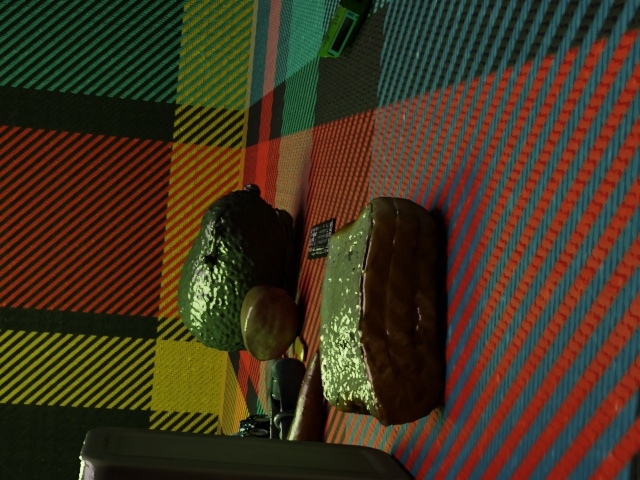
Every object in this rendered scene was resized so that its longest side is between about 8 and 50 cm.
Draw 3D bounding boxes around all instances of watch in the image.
[{"bbox_3d":[-0.052,0.306,1.595,0.206,0.068,0.193,105,163,-61],"label":"watch"}]

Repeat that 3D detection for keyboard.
[{"bbox_3d":[0.000,0.000,1.595,0.198,0.010,0.064,163,113,-80],"label":"keyboard"}]

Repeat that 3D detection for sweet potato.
[{"bbox_3d":[-0.023,0.296,1.470,0.057,0.057,0.265,-116,38,-71],"label":"sweet potato"}]

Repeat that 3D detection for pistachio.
[{"bbox_3d":[-0.096,0.157,1.776,0.126,0.108,0.185,-48,-28,-31],"label":"pistachio"}]

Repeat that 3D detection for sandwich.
[{"bbox_3d":[0.056,0.078,1.005,0.251,0.087,0.226,140,135,-76],"label":"sandwich"}]

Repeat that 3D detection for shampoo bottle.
[{"bbox_3d":[-0.089,0.272,1.899,0.165,0.040,0.080,-95,13,-48],"label":"shampoo bottle"}]

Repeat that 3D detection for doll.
[{"bbox_3d":[-0.162,0.057,1.912,0.247,0.247,0.350,-97,12,-51],"label":"doll"}]

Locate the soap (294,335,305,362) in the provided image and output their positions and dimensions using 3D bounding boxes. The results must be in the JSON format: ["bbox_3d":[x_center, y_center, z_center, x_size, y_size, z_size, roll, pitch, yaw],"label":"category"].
[{"bbox_3d":[-0.037,0.195,1.708,0.089,0.012,0.034,-137,52,-78],"label":"soap"}]

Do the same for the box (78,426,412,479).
[{"bbox_3d":[-0.096,0.385,0.976,0.177,0.351,0.344,-172,88,-80],"label":"box"}]

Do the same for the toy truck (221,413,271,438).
[{"bbox_3d":[-0.143,0.419,1.858,0.208,0.126,0.113,-124,38,-82],"label":"toy truck"}]

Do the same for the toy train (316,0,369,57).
[{"bbox_3d":[0.035,-0.323,1.449,0.044,0.042,0.209,-64,4,-13],"label":"toy train"}]
